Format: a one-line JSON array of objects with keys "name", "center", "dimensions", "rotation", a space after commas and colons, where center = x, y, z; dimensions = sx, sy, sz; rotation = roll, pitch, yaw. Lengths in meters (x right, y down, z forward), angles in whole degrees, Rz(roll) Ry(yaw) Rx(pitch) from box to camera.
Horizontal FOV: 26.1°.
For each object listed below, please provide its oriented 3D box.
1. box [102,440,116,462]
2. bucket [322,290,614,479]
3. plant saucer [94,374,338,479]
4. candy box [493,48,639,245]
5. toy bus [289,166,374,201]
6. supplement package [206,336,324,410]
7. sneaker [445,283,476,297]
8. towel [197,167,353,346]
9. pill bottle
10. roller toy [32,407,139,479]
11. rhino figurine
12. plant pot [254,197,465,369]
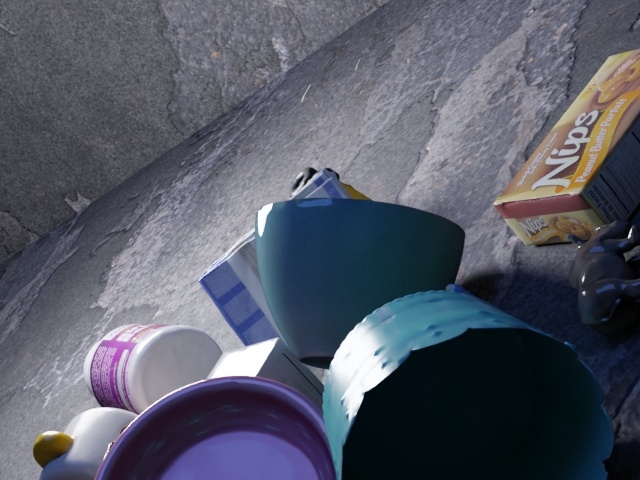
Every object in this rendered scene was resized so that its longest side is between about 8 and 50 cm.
[{"name": "box", "center": [-0.240, 0.385, 1.797], "dimensions": [0.021, 0.201, 0.164], "rotation": [-18, 24, 11]}, {"name": "bucket", "center": [0.136, 0.189, 1.384], "dimensions": [0.281, 0.281, 0.183], "rotation": [-41, 17, 2]}, {"name": "plant saucer", "center": [-0.114, 0.325, 1.650], "dimensions": [0.332, 0.084, 0.332], "rotation": [-8, 56, 12]}, {"name": "candy box", "center": [0.395, -0.135, 1.869], "dimensions": [0.316, 0.087, 0.183], "rotation": [-50, 20, -23]}, {"name": "toy bus", "center": [0.000, 0.000, 2.317], "dimensions": [0.211, 0.149, 0.220], "rotation": [-60, 18, -5]}, {"name": "supplement package", "center": [-0.110, 0.273, 1.880], "dimensions": [0.134, 0.139, 0.244], "rotation": [-20, 28, 46]}, {"name": "sneaker", "center": [0.127, 0.141, 1.786], "dimensions": [0.211, 0.081, 0.080], "rotation": [-42, 18, -6]}, {"name": "towel", "center": [-0.035, 0.050, 2.185], "dimensions": [0.285, 0.209, 0.034], "rotation": [-40, -15, 9]}, {"name": "pill bottle", "center": [-0.289, 0.223, 2.312], "dimensions": [0.169, 0.169, 0.301], "rotation": [-49, 20, -22]}, {"name": "roller toy", "center": [-0.308, 0.352, 2.009], "dimensions": [0.191, 0.209, 0.146], "rotation": [4, 39, 19]}, {"name": "rhino figurine", "center": [0.342, 0.031, 1.627], "dimensions": [0.106, 0.073, 0.243], "rotation": [-33, 18, 16]}, {"name": "plant pot", "center": [0.044, 0.074, 1.879], "dimensions": [0.290, 0.290, 0.196], "rotation": [-14, 66, 55]}]
